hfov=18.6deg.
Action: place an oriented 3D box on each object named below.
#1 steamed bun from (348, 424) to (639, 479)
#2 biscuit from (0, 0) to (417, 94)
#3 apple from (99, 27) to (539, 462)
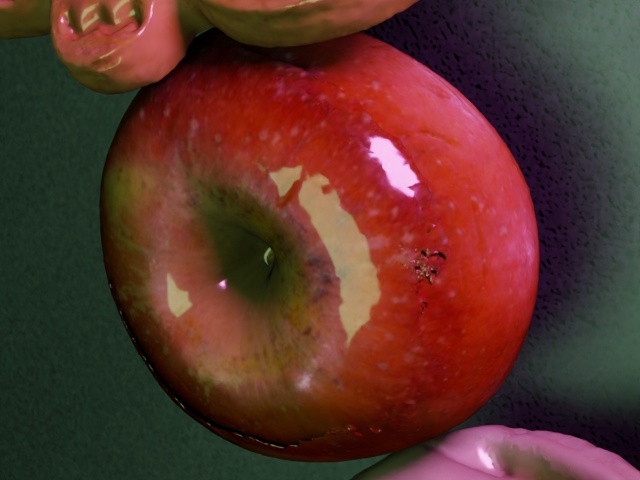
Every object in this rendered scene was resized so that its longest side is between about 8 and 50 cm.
[{"bbox_3d":[0.120,0.278,1.072,0.368,0.255,0.342,11,84,22],"label":"steamed bun"},{"bbox_3d":[-0.053,-0.199,1.113,0.355,0.275,0.052,5,147,36],"label":"biscuit"},{"bbox_3d":[0.000,0.000,1.146,0.272,0.206,0.251,22,112,27],"label":"apple"}]
